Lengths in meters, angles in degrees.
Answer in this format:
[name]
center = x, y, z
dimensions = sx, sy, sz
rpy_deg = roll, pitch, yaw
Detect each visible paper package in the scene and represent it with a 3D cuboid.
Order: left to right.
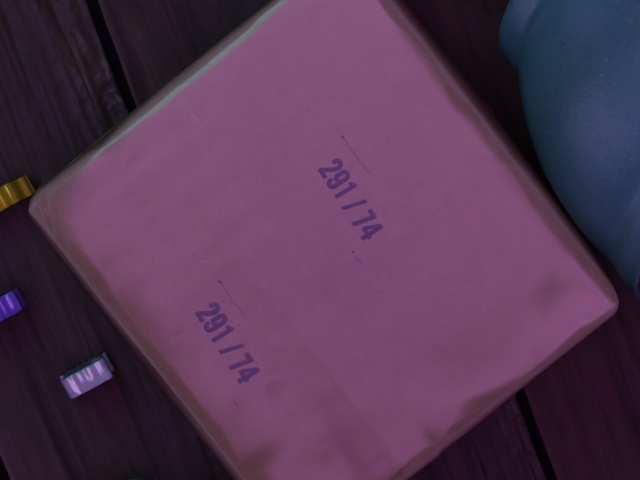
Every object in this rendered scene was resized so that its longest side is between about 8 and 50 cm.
[paper package]
center = 0.000, 0.000, 1.315
dimensions = 0.309, 0.168, 0.325
rpy_deg = -38, 96, 5

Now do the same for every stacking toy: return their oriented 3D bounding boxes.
[stacking toy]
center = -0.282, 0.073, 1.367
dimensions = 0.221, 0.052, 0.167
rpy_deg = -27, 95, -6

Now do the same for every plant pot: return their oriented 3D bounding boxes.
[plant pot]
center = 0.247, -0.132, 1.234
dimensions = 0.293, 0.293, 0.196
rpy_deg = -46, 71, 4

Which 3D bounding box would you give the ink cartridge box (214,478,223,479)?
[ink cartridge box]
center = -0.043, 0.352, 1.361
dimensions = 0.211, 0.121, 0.289
rpy_deg = 20, 96, 10

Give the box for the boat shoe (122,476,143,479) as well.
[boat shoe]
center = -0.229, 0.258, 1.385
dimensions = 0.233, 0.084, 0.079
rpy_deg = -22, 96, -1
